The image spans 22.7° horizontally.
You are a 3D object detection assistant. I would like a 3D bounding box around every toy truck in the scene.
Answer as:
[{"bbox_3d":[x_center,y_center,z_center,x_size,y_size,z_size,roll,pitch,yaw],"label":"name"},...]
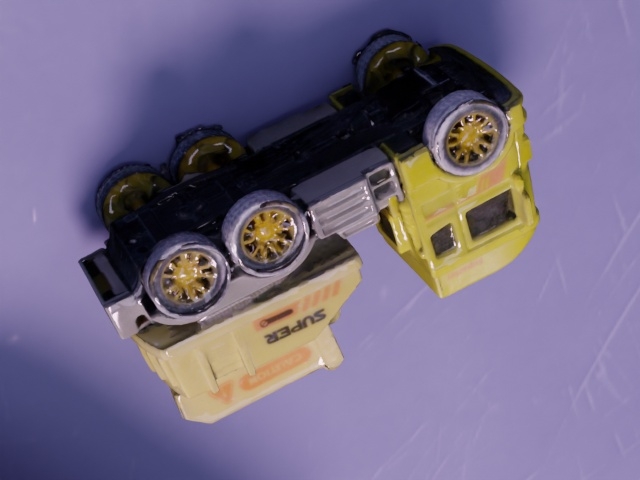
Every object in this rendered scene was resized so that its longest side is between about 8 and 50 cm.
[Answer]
[{"bbox_3d":[0.000,0.000,0.967,0.272,0.124,0.157,-27,124,-10],"label":"toy truck"}]
